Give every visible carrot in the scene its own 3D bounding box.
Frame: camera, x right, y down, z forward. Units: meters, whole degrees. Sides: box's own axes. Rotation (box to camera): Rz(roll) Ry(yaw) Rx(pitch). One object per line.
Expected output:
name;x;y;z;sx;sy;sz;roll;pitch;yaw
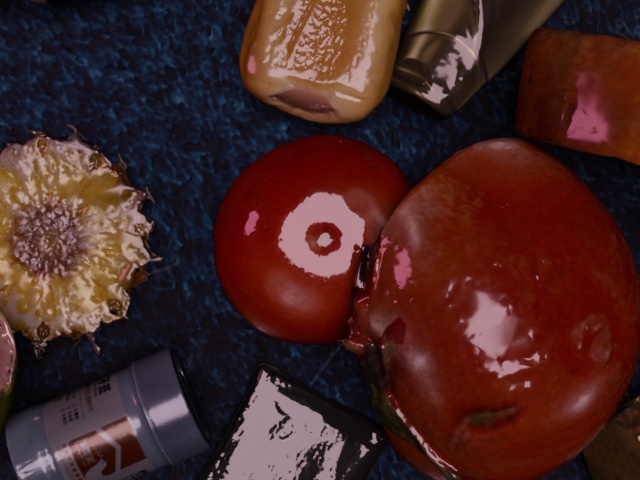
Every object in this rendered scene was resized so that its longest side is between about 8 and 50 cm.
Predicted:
carrot;0.328;-0.112;0.792;0.307;0.258;0.100;12;105;-2

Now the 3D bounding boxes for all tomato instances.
tomato;0.000;0.000;0.808;0.195;0.136;0.195;0;89;-6
tomato;0.177;0.076;0.755;0.308;0.170;0.309;-16;117;-33

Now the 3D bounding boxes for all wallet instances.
wallet;-0.060;0.273;0.847;0.146;0.030;0.285;29;85;-8

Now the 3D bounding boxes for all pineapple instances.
pineapple;-0.246;0.004;0.833;0.221;0.047;0.221;0;89;-2
pineapple;0.381;0.180;0.864;0.251;0.125;0.125;-16;90;-16

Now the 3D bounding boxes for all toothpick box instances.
toothpick box;-0.185;0.170;0.801;0.153;0.101;0.101;-24;90;-6

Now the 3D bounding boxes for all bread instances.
bread;0.022;-0.262;0.841;0.141;0.091;0.305;15;87;-2

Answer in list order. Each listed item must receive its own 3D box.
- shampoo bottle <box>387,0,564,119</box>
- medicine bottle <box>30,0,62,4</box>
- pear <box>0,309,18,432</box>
shampoo bottle;0.187;-0.271;0.863;0.125;0.084;0.350;37;86;-5
medicine bottle;-0.221;-0.275;0.810;0.191;0.107;0.107;-15;90;-6
pear;-0.361;0.122;0.753;0.219;0.187;0.188;-21;90;35
